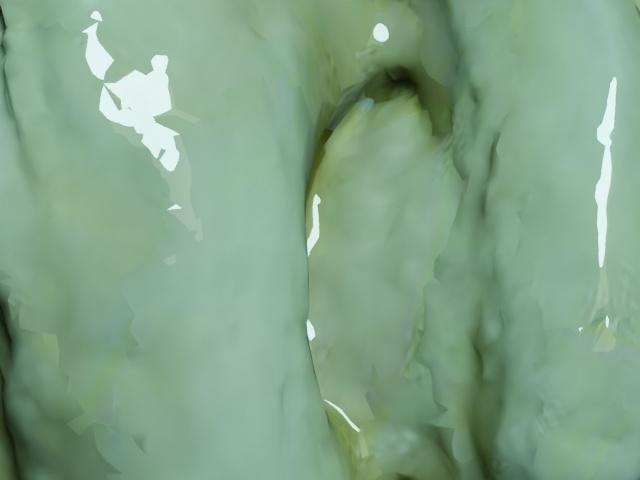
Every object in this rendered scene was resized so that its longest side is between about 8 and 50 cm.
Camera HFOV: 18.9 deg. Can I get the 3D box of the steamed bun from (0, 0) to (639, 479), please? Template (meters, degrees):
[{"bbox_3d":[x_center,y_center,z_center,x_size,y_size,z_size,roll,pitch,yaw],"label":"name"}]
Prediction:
[{"bbox_3d":[-0.029,-0.041,0.513,0.325,0.230,0.372,17,51,-1],"label":"steamed bun"}]
